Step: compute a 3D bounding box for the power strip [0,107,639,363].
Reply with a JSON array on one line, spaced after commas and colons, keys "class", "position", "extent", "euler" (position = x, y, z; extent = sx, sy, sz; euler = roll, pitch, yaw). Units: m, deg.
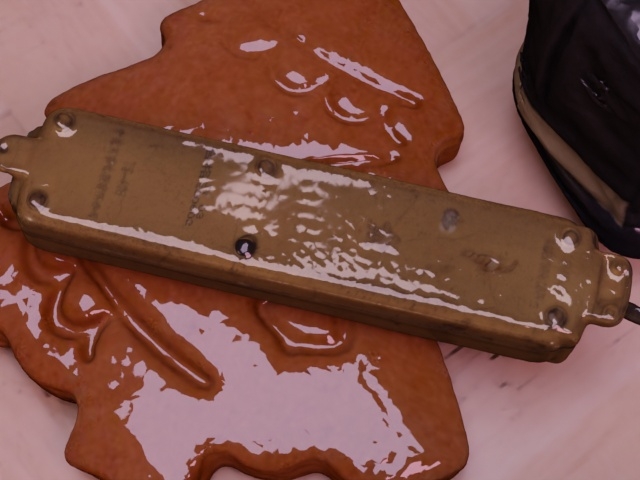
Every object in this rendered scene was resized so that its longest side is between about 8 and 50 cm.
[{"class": "power strip", "position": [0.000, 0.000, 0.733], "extent": [0.305, 0.044, 0.064], "euler": [13, 66, 3]}]

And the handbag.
[{"class": "handbag", "position": [0.213, -0.112, 0.749], "extent": [0.254, 0.181, 0.181], "euler": [-22, 67, -11]}]

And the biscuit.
[{"class": "biscuit", "position": [-0.035, -0.018, 0.785], "extent": [0.284, 0.043, 0.306], "euler": [19, 68, 9]}]
